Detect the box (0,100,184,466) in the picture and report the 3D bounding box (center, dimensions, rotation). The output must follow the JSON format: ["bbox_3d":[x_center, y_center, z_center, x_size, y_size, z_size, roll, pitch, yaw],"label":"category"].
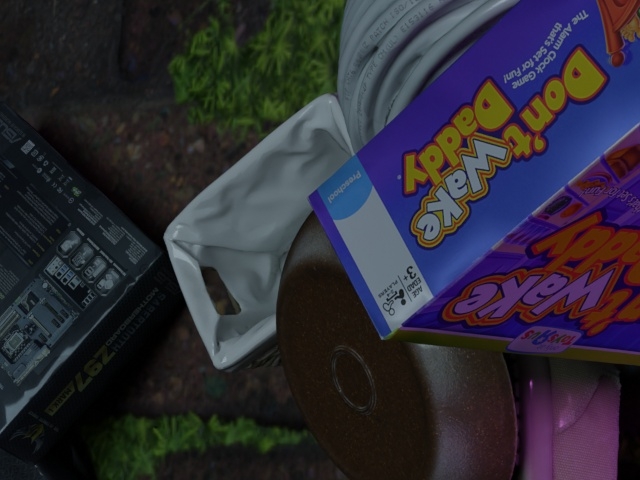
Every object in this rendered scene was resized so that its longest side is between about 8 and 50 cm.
[{"bbox_3d":[-0.227,0.027,1.277,0.183,0.059,0.232,-48,53,-3],"label":"box"}]

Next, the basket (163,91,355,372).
[{"bbox_3d":[0.000,0.000,1.100,0.167,0.103,0.113,-39,61,30],"label":"basket"}]

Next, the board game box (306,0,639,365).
[{"bbox_3d":[0.193,-0.040,0.787,0.233,0.347,0.078,-42,60,28],"label":"board game box"}]

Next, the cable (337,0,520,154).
[{"bbox_3d":[0.137,-0.092,0.910,0.257,0.257,0.089,-3,58,3],"label":"cable"}]

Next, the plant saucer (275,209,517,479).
[{"bbox_3d":[0.030,0.073,0.957,0.198,0.036,0.199,36,137,42],"label":"plant saucer"}]

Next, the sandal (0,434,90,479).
[{"bbox_3d":[-0.202,0.191,1.279,0.254,0.054,0.097,41,118,31],"label":"sandal"}]

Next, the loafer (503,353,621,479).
[{"bbox_3d":[0.134,0.178,0.971,0.102,0.092,0.269,-157,65,-66],"label":"loafer"}]
